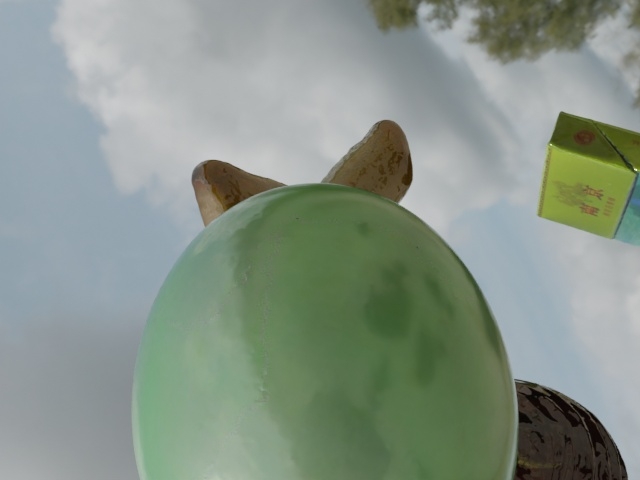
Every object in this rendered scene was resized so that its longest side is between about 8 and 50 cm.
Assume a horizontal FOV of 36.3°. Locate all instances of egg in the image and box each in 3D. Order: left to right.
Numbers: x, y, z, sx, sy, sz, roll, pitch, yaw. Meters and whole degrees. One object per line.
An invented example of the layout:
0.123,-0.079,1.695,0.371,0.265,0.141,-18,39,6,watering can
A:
0.002,0.098,0.562,0.220,0.220,0.269,-77,-21,-57,egg

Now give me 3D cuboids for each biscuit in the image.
0.000,0.001,0.748,0.208,0.047,0.164,-20,-73,-40,biscuit

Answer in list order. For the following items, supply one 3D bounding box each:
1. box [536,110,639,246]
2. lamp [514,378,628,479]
0.386,-0.026,0.967,0.335,0.047,0.187,19,165,15,box
0.149,0.227,0.847,0.247,0.247,0.247,40,-151,-28,lamp
